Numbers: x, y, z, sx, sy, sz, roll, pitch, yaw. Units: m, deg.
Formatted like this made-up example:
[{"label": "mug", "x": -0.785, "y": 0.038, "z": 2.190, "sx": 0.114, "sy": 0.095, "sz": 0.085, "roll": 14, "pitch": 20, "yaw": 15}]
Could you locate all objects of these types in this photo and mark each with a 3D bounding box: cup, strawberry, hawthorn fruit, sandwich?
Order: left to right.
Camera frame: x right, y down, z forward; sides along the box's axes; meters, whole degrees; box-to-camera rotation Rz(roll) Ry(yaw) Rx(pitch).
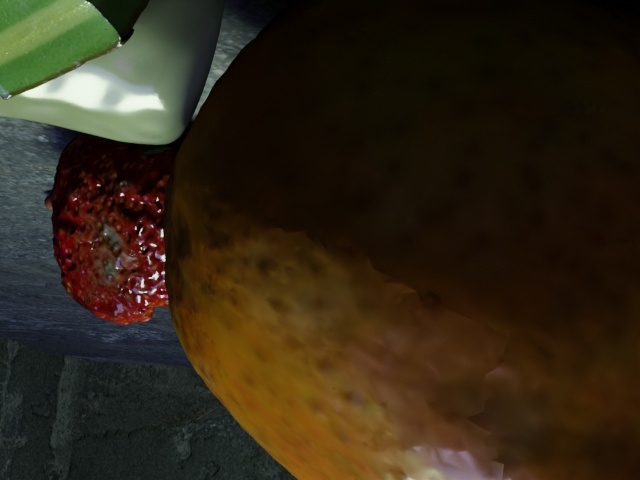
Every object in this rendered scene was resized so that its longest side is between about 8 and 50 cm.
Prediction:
[{"label": "sandwich", "x": -0.169, "y": -0.149, "z": 0.669, "sx": 0.116, "sy": 0.074, "sz": 0.074, "roll": -17, "pitch": 134, "yaw": 36}, {"label": "cup", "x": -0.170, "y": -0.173, "z": 0.727, "sx": 0.202, "sy": 0.173, "sz": 0.255, "roll": 12, "pitch": 166, "yaw": -21}, {"label": "strawberry", "x": -0.203, "y": -0.004, "z": 1.293, "sx": 0.274, "sy": 0.220, "sz": 0.274, "roll": 22, "pitch": 173, "yaw": 3}, {"label": "hawthorn fruit", "x": 0.098, "y": 0.003, "z": 0.843, "sx": 0.471, "sy": 0.472, "sz": 0.472, "roll": 7, "pitch": 166, "yaw": 2}]

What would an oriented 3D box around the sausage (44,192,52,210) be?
[{"label": "sausage", "x": -0.316, "y": -0.060, "z": 1.538, "sx": 0.223, "sy": 0.029, "sz": 0.029, "roll": -3, "pitch": 163, "yaw": 36}]
